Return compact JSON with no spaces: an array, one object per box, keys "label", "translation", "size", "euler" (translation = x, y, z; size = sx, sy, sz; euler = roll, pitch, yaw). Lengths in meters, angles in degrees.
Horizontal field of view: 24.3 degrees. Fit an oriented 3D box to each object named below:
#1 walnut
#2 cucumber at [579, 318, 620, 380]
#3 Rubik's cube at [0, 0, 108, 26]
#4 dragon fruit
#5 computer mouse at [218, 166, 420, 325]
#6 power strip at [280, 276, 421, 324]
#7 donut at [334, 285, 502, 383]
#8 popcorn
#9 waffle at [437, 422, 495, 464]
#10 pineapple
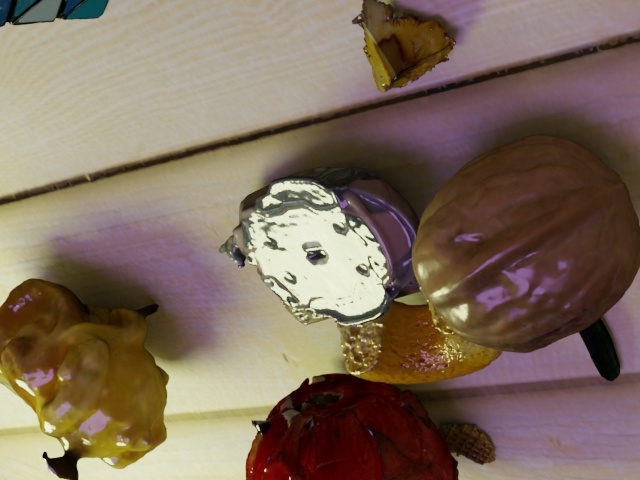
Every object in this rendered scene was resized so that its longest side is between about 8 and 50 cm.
[{"label":"walnut","translation":[0.224,0.004,1.611],"size":[0.225,0.225,0.261],"euler":[41,128,-15]},{"label":"cucumber","translation":[0.329,0.109,1.808],"size":[0.036,0.033,0.184],"euler":[-21,124,17]},{"label":"Rubik's cube","translation":[-0.338,-0.375,1.677],"size":[0.234,0.284,0.250],"euler":[46,178,10]},{"label":"dragon fruit","translation":[0.047,0.332,2.053],"size":[0.296,0.295,0.301],"euler":[-1,114,35]},{"label":"computer mouse","translation":[0.005,-0.003,1.829],"size":[0.389,0.115,0.199],"euler":[-8,110,54]},{"label":"power strip","translation":[0.050,0.056,1.923],"size":[0.305,0.044,0.064],"euler":[-19,122,45]},{"label":"donut","translation":[0.154,0.110,1.844],"size":[0.152,0.101,0.259],"euler":[18,147,-34]},{"label":"popcorn","translation":[-0.344,0.187,2.176],"size":[0.316,0.281,0.297],"euler":[47,173,1]},{"label":"waffle","translation":[0.205,0.287,2.108],"size":[0.085,0.016,0.078],"euler":[5,133,28]},{"label":"pineapple","translation":[0.072,-0.211,1.583],"size":[0.114,0.077,0.114],"euler":[50,136,-5]}]
